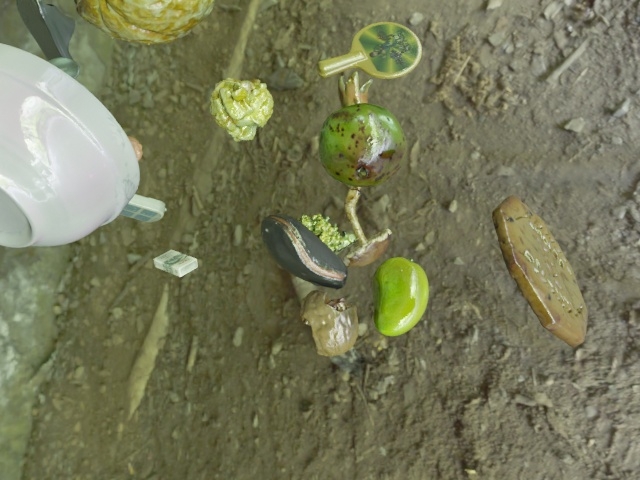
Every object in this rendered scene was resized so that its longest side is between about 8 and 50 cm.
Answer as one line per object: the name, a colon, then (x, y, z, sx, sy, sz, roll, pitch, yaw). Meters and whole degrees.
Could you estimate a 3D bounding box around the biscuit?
biscuit: (0.491, 0.058, 1.129, 0.046, 0.359, 0.359, -33, 57, 35)

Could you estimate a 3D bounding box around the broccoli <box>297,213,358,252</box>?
broccoli: (-0.016, -0.005, 1.762, 0.180, 0.273, 0.242, 54, 156, 3)

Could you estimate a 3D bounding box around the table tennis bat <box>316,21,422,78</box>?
table tennis bat: (0.141, -0.537, 1.491, 0.050, 0.321, 0.198, 93, 156, -68)

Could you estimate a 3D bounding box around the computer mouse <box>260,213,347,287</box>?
computer mouse: (-0.054, 0.050, 1.508, 0.116, 0.323, 0.183, -56, 24, -19)

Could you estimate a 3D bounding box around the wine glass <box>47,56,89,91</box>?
wine glass: (-0.659, -0.381, 1.363, 0.202, 0.093, 0.092, 104, 158, -63)

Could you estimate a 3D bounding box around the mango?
mango: (0.262, 0.181, 1.672, 0.186, 0.149, 0.272, -8, 54, 13)

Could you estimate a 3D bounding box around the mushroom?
mushroom: (0.161, -0.043, 2.027, 0.233, 0.208, 0.301, -26, 63, 47)

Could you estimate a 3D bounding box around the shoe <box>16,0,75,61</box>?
shoe: (-0.695, -0.552, 1.347, 0.108, 0.093, 0.241, 23, 146, 23)

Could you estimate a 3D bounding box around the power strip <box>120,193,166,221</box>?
power strip: (-0.413, -0.081, 1.003, 0.080, 0.227, 0.029, -19, 61, 49)

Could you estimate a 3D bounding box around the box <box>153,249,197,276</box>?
box: (-0.322, 0.050, 1.138, 0.083, 0.054, 0.024, 16, 120, 30)

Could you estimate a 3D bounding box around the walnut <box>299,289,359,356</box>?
walnut: (0.049, 0.279, 1.693, 0.141, 0.238, 0.204, -13, 58, 50)

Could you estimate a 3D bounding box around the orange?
orange: (-0.327, -0.527, 1.043, 0.369, 0.210, 0.270, -11, 50, 48)

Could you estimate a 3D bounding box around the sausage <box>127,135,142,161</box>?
sausage: (-0.531, -0.172, 1.108, 0.086, 0.289, 0.086, 32, 133, 43)

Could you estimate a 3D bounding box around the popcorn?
popcorn: (-0.236, -0.403, 1.525, 0.188, 0.186, 0.167, -20, 71, 31)

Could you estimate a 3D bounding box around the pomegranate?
pomegranate: (0.121, -0.279, 1.319, 0.231, 0.231, 0.285, -1, 67, 53)

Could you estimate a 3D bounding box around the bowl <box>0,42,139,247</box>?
bowl: (-0.405, -0.094, 0.671, 0.287, 0.287, 0.143, -33, 28, 45)
